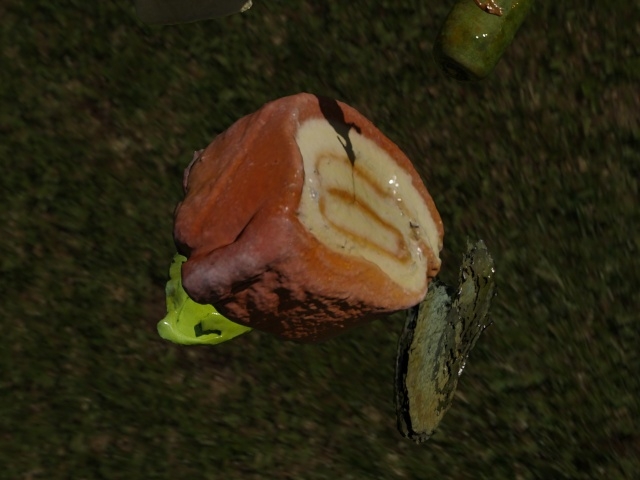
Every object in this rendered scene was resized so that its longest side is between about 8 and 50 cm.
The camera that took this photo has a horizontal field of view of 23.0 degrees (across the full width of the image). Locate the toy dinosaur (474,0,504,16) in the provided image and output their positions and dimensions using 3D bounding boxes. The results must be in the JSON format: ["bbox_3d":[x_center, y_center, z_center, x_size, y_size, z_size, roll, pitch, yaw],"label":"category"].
[{"bbox_3d":[0.116,-0.219,1.156,0.041,0.026,0.113,-24,98,7],"label":"toy dinosaur"}]

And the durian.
[{"bbox_3d":[-0.102,0.032,1.796,0.139,0.101,0.250,23,56,-9],"label":"durian"}]

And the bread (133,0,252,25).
[{"bbox_3d":[-0.134,-0.299,1.699,0.125,0.068,0.188,-9,31,5],"label":"bread"}]

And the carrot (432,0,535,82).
[{"bbox_3d":[0.229,-0.325,1.658,0.074,0.074,0.359,29,83,19],"label":"carrot"}]

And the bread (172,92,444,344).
[{"bbox_3d":[0.001,-0.011,1.334,0.123,0.244,0.190,-21,58,36],"label":"bread"}]

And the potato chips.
[{"bbox_3d":[0.119,0.090,1.521,0.029,0.220,0.202,12,118,25],"label":"potato chips"}]
